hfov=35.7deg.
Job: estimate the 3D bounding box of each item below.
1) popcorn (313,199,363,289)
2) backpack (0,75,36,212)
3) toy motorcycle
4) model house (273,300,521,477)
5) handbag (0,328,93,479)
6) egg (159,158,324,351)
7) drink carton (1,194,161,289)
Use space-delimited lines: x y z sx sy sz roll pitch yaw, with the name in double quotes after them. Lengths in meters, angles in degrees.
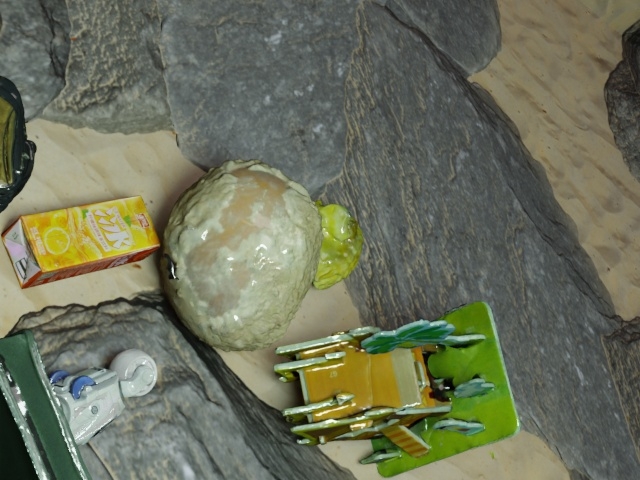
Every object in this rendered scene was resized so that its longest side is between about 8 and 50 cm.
-0.008 0.002 1.814 0.173 0.142 0.174 -1 92 -34 "popcorn"
-0.519 -0.155 1.444 0.206 0.133 0.258 12 53 -28 "backpack"
-0.338 0.235 1.416 0.254 0.112 0.112 -21 82 -45 "toy motorcycle"
0.096 0.246 1.597 0.312 0.357 0.243 4 66 -43 "model house"
-0.393 0.251 1.229 0.079 0.260 0.248 -20 86 -43 "handbag"
-0.128 0.022 1.599 0.279 0.279 0.311 10 92 -38 "egg"
-0.364 -0.001 1.530 0.222 0.071 0.096 -15 78 -47 "drink carton"
